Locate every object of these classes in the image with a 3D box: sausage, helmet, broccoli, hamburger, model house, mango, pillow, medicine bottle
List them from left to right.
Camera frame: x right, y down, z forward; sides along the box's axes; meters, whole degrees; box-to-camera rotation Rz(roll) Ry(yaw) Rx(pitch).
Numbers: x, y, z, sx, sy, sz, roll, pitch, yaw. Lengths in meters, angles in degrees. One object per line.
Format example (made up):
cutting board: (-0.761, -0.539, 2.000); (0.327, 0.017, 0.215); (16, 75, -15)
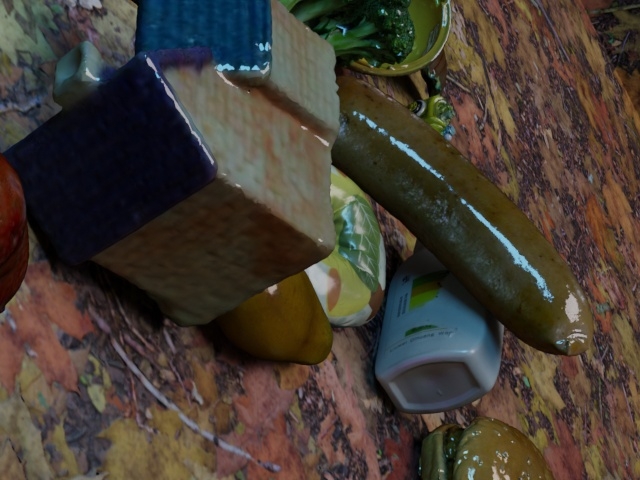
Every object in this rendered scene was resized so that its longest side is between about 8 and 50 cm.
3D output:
model house: (-0.150, -0.125, 1.297); (0.280, 0.245, 0.312); (32, 43, -40)
mango: (-0.052, 0.072, 1.483); (0.227, 0.099, 0.136); (42, 32, -57)
broccoli: (-0.026, -0.323, 1.665); (0.308, 0.275, 0.308); (46, -8, 8)
pillow: (0.000, 0.000, 1.662); (0.214, 0.086, 0.233); (38, 41, -30)
helmet: (0.058, -0.328, 1.929); (0.257, 0.205, 0.140); (39, -15, 0)
medicine bottle: (0.167, 0.091, 1.809); (0.111, 0.161, 0.296); (58, 29, -29)
sausage: (0.168, -0.039, 1.732); (0.501, 0.123, 0.136); (44, 35, 17)
hamburger: (0.231, 0.376, 1.753); (0.259, 0.144, 0.283); (42, 42, -48)

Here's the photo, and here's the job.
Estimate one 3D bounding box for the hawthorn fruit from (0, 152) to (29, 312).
hawthorn fruit: (-0.312, -0.025, 0.976); (0.202, 0.185, 0.185); (53, 22, 16)

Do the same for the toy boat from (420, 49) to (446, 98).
toy boat: (0.138, -0.298, 2.120); (0.293, 0.099, 0.108); (33, 18, -50)

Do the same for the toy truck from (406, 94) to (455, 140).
toy truck: (0.178, -0.177, 2.121); (0.076, 0.077, 0.111); (49, 32, -34)

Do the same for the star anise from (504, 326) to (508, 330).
star anise: (0.279, 0.050, 2.147); (0.229, 0.093, 0.236); (41, 41, -53)
